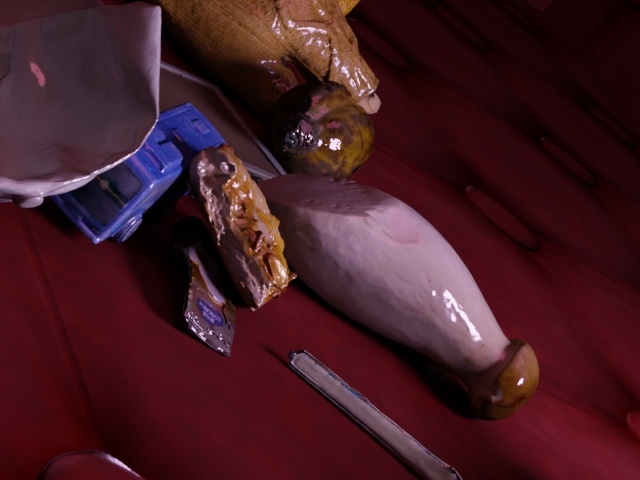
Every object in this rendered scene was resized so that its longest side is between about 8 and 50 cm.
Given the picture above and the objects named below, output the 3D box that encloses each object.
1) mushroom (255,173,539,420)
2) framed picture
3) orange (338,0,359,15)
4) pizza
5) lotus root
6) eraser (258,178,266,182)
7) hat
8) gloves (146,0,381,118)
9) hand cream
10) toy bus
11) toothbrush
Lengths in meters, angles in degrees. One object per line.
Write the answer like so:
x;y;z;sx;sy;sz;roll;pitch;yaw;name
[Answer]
0.078;0.045;1.713;0.350;0.128;0.128;42;17;-8;mushroom
-0.164;-0.146;1.833;0.274;0.017;0.217;22;22;-44;framed picture
-0.051;-0.397;2.279;0.274;0.274;0.274;36;18;-13;orange
-0.063;-0.001;1.532;0.182;0.062;0.161;67;8;-46;pizza
-0.003;-0.120;1.959;0.120;0.120;0.209;43;18;10;lotus root
0.000;0.000;1.815;0.150;0.023;0.104;29;20;-29;eraser
-0.295;-0.132;1.391;0.258;0.168;0.301;0;15;-34;hat
-0.065;-0.266;2.085;0.356;0.155;0.203;40;44;-17;gloves
-0.104;0.034;1.499;0.062;0.039;0.163;48;13;-33;hand cream
-0.160;-0.066;1.527;0.079;0.094;0.236;41;17;3;toy bus
0.087;0.191;1.521;0.294;0.026;0.028;39;-1;-4;toothbrush
